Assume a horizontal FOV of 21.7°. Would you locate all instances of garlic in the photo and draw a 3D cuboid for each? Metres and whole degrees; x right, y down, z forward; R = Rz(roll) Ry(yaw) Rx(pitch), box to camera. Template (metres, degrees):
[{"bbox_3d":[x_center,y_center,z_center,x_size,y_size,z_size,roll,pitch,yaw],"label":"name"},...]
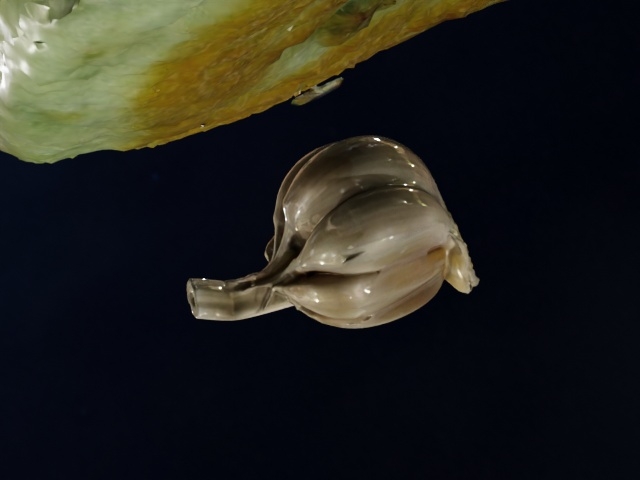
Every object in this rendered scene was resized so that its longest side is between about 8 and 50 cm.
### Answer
[{"bbox_3d":[0.000,0.000,1.140,0.194,0.127,0.131,-15,-144,0],"label":"garlic"}]

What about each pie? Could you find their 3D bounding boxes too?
[{"bbox_3d":[0.036,-0.096,0.444,0.302,0.067,0.302,-23,180,0],"label":"pie"}]
